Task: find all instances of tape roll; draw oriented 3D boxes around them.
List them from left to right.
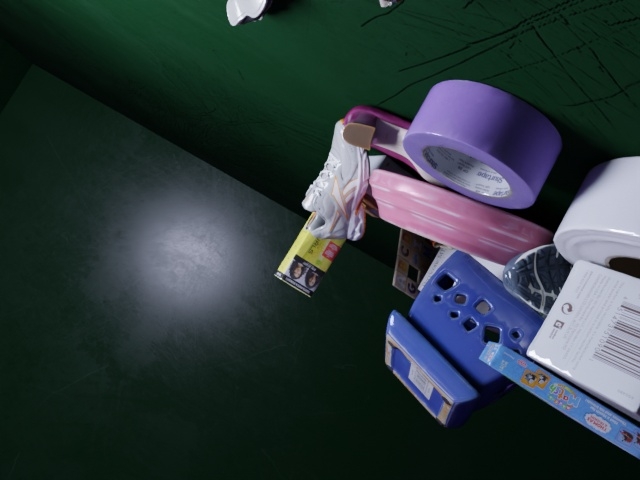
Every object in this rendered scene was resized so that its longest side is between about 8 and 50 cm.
[{"bbox_3d":[0.210,-0.122,0.715,0.189,0.080,0.189,29,175,3],"label":"tape roll"},{"bbox_3d":[0.442,0.014,0.654,0.286,0.100,0.286,30,175,3],"label":"tape roll"}]

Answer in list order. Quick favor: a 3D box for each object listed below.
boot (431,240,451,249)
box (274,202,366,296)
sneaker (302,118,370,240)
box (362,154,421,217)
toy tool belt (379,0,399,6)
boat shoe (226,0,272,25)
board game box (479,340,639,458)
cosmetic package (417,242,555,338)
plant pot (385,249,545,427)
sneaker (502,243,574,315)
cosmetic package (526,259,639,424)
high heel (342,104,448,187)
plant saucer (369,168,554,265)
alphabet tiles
[{"bbox_3d":[0.270,-0.028,1.276,0.059,0.085,0.158,31,177,-32],"label":"boot"},{"bbox_3d":[0.000,0.000,1.166,0.087,0.232,0.058,34,174,-19],"label":"box"},{"bbox_3d":[0.025,-0.104,1.045,0.121,0.263,0.099,-8,-146,-11],"label":"sneaker"},{"bbox_3d":[0.128,-0.113,1.183,0.130,0.091,0.170,32,175,-22],"label":"box"},{"bbox_3d":[0.079,-0.245,0.478,0.083,0.052,0.051,13,132,62],"label":"toy tool belt"},{"bbox_3d":[-0.087,-0.314,0.717,0.125,0.038,0.046,7,116,63],"label":"boat shoe"},{"bbox_3d":[0.335,0.217,0.771,0.211,0.039,0.160,31,178,15],"label":"board game box"},{"bbox_3d":[0.407,0.101,1.161,0.155,0.197,0.365,33,172,-29],"label":"cosmetic package"},{"bbox_3d":[0.252,0.197,1.000,0.236,0.212,0.236,46,162,27],"label":"plant pot"},{"bbox_3d":[0.370,0.064,0.854,0.283,0.110,0.122,1,176,-33],"label":"sneaker"},{"bbox_3d":[0.404,0.145,0.711,0.183,0.151,0.151,34,176,-38],"label":"cosmetic package"},{"bbox_3d":[0.154,-0.157,0.879,0.244,0.082,0.117,14,-150,4],"label":"high heel"},{"bbox_3d":[0.236,-0.035,0.967,0.332,0.084,0.332,20,-174,-2],"label":"plant saucer"},{"bbox_3d":[0.261,0.047,1.337,0.198,0.237,0.009,32,146,-30],"label":"alphabet tiles"}]
